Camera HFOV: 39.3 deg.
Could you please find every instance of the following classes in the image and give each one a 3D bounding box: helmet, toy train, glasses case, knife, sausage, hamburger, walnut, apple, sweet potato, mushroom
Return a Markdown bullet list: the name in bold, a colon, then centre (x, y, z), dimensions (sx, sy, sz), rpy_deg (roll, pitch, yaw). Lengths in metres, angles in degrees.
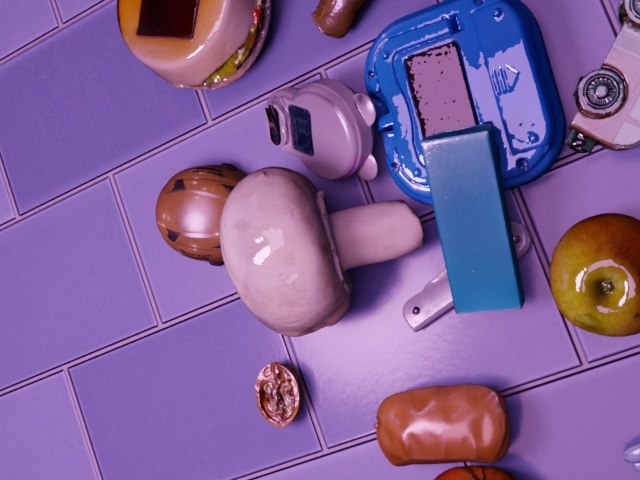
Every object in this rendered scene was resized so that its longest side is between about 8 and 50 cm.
- **helmet**: centre (-0.216, -0.049, 1.685), dimensions (0.224, 0.130, 0.199), rpy_deg (10, 97, 20)
- **toy train**: centre (0.505, -0.275, 1.407), dimensions (0.159, 0.129, 0.327), rpy_deg (29, 99, 13)
- **glasses case**: centre (0.251, -0.033, 1.457), dimensions (0.117, 0.070, 0.301), rpy_deg (-6, 108, 24)
- **knife**: centre (0.250, 0.060, 1.551), dimensions (0.265, 0.040, 0.073), rpy_deg (-41, 71, 17)
- **sausage**: centre (0.205, 0.318, 1.524), dimensions (0.241, 0.120, 0.136), rpy_deg (-12, 71, 21)
- **hamburger**: centre (-0.236, -0.426, 1.673), dimensions (0.301, 0.170, 0.302), rpy_deg (-2, 86, 24)
- **walnut**: centre (-0.072, 0.285, 1.667), dimensions (0.091, 0.052, 0.121), rpy_deg (-7, 85, 23)
- **apple**: centre (0.450, 0.057, 1.394), dimensions (0.195, 0.196, 0.196), rpy_deg (0, 90, 21)
- **sweet potato**: centre (0.109, -0.467, 1.592), dimensions (0.285, 0.085, 0.112), rpy_deg (-28, 114, 8)
- **mushroom**: centre (0.000, 0.000, 1.537), dimensions (0.335, 0.314, 0.315), rpy_deg (-16, 83, -5)

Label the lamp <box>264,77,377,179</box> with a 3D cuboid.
- **lamp**: centre (0.007, -0.206, 1.604), dimensions (0.246, 0.108, 0.180), rpy_deg (20, 124, 35)

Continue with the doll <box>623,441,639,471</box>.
- **doll**: centre (0.572, 0.312, 1.416), dimensions (0.179, 0.075, 0.120), rpy_deg (-29, 118, 38)

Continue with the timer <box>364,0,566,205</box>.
- **timer**: centre (0.239, -0.238, 1.517), dimensions (0.308, 0.115, 0.340), rpy_deg (-16, 85, 23)

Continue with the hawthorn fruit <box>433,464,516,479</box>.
- **hawthorn fruit**: centre (0.248, 0.488, 1.492), dimensions (0.196, 0.196, 0.226), rpy_deg (31, 128, 19)
